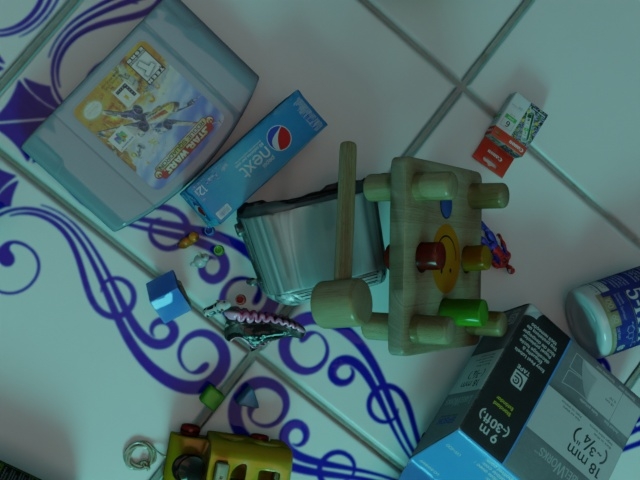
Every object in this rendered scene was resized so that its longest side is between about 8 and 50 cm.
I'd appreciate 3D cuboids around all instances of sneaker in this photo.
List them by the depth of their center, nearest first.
[{"bbox_3d":[-0.081,0.130,1.382,0.119,0.047,0.057,11,94,-5],"label":"sneaker"}]

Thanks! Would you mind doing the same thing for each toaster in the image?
[{"bbox_3d":[0.000,0.000,1.357,0.226,0.129,0.147,-14,97,-14],"label":"toaster"}]

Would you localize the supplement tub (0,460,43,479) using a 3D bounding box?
[{"bbox_3d":[-0.413,0.352,1.268,0.190,0.117,0.117,29,84,-10],"label":"supplement tub"}]

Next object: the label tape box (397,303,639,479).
[{"bbox_3d":[0.283,0.296,1.385,0.240,0.106,0.334,40,65,-10],"label":"label tape box"}]

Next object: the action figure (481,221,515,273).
[{"bbox_3d":[0.254,0.005,1.463,0.038,0.030,0.115,-41,100,-15],"label":"action figure"}]

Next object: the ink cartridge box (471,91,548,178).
[{"bbox_3d":[0.284,-0.157,1.468,0.062,0.029,0.115,34,83,-11],"label":"ink cartridge box"}]

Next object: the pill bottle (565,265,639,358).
[{"bbox_3d":[0.475,0.098,1.469,0.186,0.112,0.112,-18,94,-12],"label":"pill bottle"}]

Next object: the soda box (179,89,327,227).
[{"bbox_3d":[-0.092,-0.112,1.352,0.210,0.071,0.067,-43,99,-16],"label":"soda box"}]

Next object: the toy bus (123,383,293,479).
[{"bbox_3d":[-0.136,0.312,1.336,0.202,0.104,0.191,-37,97,-11],"label":"toy bus"}]

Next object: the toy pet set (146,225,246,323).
[{"bbox_3d":[-0.178,0.052,1.335,0.114,0.065,0.122,-27,82,1],"label":"toy pet set"}]

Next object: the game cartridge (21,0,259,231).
[{"bbox_3d":[-0.233,-0.167,1.342,0.198,0.062,0.297,42,81,-5],"label":"game cartridge"}]

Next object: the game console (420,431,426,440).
[{"bbox_3d":[0.193,0.353,1.435,0.107,0.071,0.122,35,63,-48],"label":"game console"}]

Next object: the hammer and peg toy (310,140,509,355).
[{"bbox_3d":[0.134,0.015,1.283,0.127,0.361,0.266,0,87,32],"label":"hammer and peg toy"}]
